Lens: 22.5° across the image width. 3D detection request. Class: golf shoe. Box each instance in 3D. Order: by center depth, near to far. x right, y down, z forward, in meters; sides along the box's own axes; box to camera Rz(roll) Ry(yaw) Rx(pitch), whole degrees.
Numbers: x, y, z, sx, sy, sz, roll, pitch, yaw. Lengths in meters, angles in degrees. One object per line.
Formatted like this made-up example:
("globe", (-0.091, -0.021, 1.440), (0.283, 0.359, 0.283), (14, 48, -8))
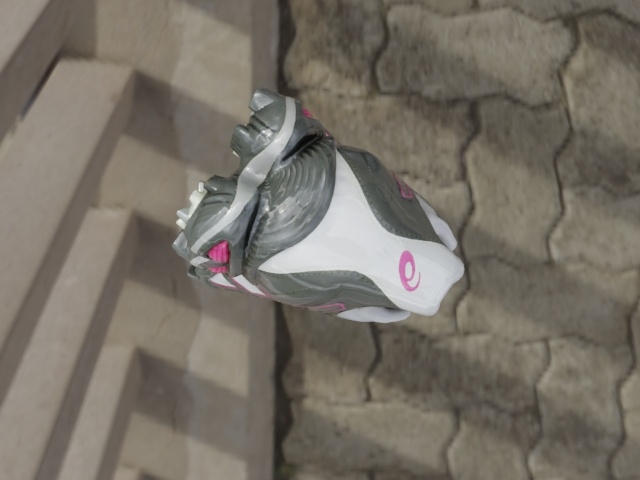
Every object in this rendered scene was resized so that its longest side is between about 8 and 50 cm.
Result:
("golf shoe", (0.000, 0.000, 0.804), (0.120, 0.273, 0.105), (30, 92, 0))
